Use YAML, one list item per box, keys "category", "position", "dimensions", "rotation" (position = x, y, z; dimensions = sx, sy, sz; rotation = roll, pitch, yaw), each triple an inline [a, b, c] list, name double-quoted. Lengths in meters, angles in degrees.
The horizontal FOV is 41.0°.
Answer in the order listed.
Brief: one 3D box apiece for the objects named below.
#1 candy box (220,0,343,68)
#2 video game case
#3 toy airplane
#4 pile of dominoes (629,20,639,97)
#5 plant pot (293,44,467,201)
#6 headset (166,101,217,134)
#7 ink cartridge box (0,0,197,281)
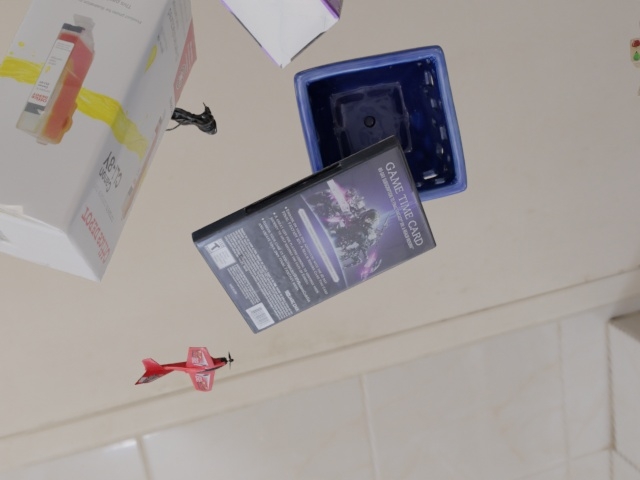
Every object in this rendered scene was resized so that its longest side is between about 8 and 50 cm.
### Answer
- category: "candy box"
  position: [-0.055, -0.262, 0.768]
  dimensions: [0.165, 0.070, 0.196]
  rotation: [47, -159, -18]
- category: "video game case"
  position: [0.000, 0.000, 1.090]
  dimensions: [0.196, 0.274, 0.026]
  rotation: [63, -179, -44]
- category: "toy airplane"
  position: [-0.205, 0.193, 1.288]
  dimensions: [0.151, 0.151, 0.028]
  rotation: [95, 162, -55]
- category: "pile of dominoes"
  position: [0.831, -0.434, 1.925]
  dimensions: [0.040, 0.251, 0.196]
  rotation: [20, -112, -56]
- category: "plant pot"
  position: [0.091, -0.184, 1.391]
  dimensions: [0.212, 0.236, 0.236]
  rotation: [-94, -7, -77]
- category: "headset"
  position: [-0.363, -0.291, 1.626]
  dimensions: [0.394, 0.185, 0.243]
  rotation: [26, -93, -61]
- category: "ink cartridge box"
  position: [-0.309, -0.165, 1.131]
  dimensions: [0.279, 0.160, 0.385]
  rotation: [111, 179, -74]
